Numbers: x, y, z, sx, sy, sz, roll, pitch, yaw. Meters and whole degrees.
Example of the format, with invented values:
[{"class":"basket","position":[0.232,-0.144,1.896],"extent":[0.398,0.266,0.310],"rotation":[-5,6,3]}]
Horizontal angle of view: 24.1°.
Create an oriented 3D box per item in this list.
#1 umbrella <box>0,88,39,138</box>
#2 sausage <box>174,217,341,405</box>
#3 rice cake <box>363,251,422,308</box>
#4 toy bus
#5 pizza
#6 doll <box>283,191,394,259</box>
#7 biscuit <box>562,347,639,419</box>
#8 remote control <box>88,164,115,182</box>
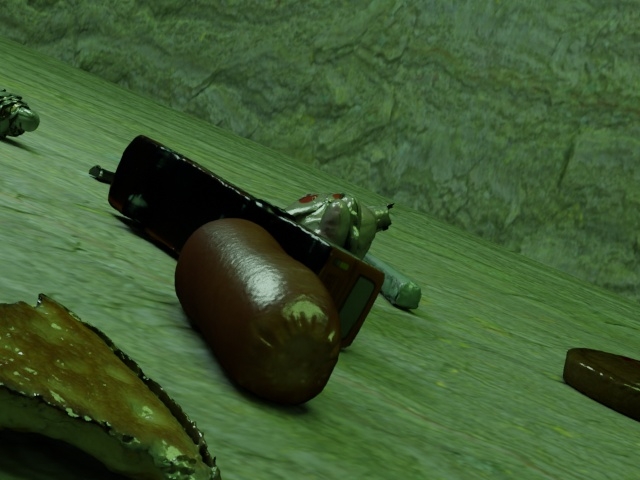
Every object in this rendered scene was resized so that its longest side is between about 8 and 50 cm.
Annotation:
[{"class":"umbrella","position":[-0.410,-0.164,1.855],"extent":[0.143,0.062,0.067],"rotation":[18,-16,21]},{"class":"sausage","position":[-0.055,0.042,1.128],"extent":[0.083,0.089,0.300],"rotation":[12,9,-20]},{"class":"rice cake","position":[0.074,0.043,1.788],"extent":[0.033,0.033,0.207],"rotation":[17,7,-18]},{"class":"toy bus","position":[-0.089,-0.008,1.441],"extent":[0.092,0.093,0.409],"rotation":[26,3,-36]},{"class":"pizza","position":[-0.149,0.073,0.724],"extent":[0.195,0.052,0.185],"rotation":[20,12,-48]},{"class":"doll","position":[0.000,0.000,1.577],"extent":[0.149,0.095,0.192],"rotation":[-22,6,12]},{"class":"biscuit","position":[0.400,0.179,1.642],"extent":[0.273,0.049,0.257],"rotation":[13,10,-44]},{"class":"remote control","position":[-0.239,-0.074,1.837],"extent":[0.091,0.016,0.034],"rotation":[16,3,-40]}]
